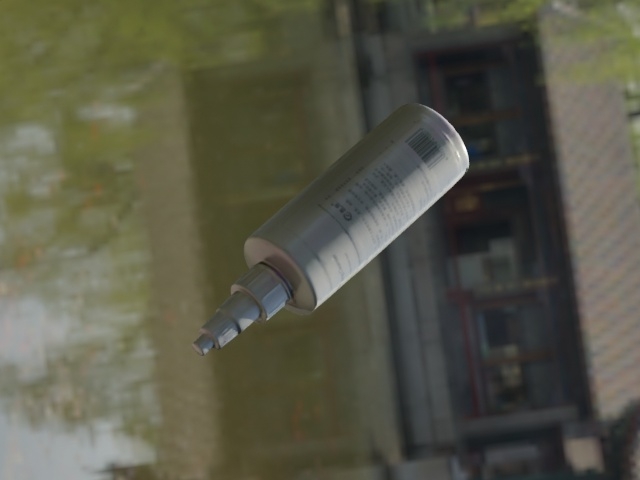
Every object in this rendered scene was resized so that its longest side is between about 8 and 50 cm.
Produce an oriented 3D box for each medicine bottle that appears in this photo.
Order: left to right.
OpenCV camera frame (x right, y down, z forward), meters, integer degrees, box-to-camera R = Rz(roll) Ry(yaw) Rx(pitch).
[{"bbox_3d":[0.000,0.000,1.024,0.058,0.199,0.057,36,-28,23],"label":"medicine bottle"}]
